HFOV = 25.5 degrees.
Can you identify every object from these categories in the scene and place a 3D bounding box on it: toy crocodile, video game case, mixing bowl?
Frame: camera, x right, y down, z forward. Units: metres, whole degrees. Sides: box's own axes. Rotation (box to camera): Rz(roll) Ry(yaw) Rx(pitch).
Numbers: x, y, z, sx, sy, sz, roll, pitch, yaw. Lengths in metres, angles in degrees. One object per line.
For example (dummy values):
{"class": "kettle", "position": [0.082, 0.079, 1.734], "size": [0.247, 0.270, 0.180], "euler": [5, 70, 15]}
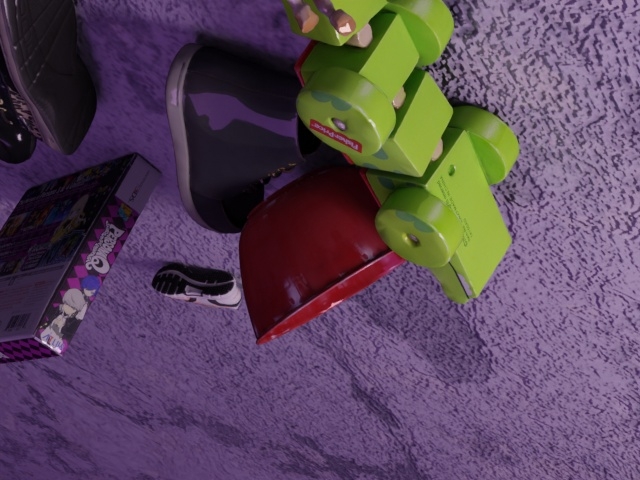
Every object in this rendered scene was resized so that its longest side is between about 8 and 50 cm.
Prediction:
{"class": "toy crocodile", "position": [0.053, -0.081, 1.020], "size": [0.105, 0.115, 0.340], "euler": [12, 150, 39]}
{"class": "video game case", "position": [-0.274, 0.025, 1.393], "size": [0.042, 0.210, 0.232], "euler": [39, 150, -27]}
{"class": "mixing bowl", "position": [0.000, 0.000, 1.188], "size": [0.098, 0.181, 0.181], "euler": [59, 154, 7]}

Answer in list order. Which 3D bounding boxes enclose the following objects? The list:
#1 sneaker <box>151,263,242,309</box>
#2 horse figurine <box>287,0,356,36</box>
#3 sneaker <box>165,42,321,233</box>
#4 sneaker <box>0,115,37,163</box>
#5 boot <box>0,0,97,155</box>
{"class": "sneaker", "position": [-0.133, 0.054, 1.518], "size": [0.109, 0.040, 0.044], "euler": [10, 152, 30]}
{"class": "horse figurine", "position": [-0.060, -0.199, 0.763], "size": [0.174, 0.066, 0.263], "euler": [46, 174, 16]}
{"class": "sneaker", "position": [-0.052, -0.064, 1.176], "size": [0.118, 0.083, 0.222], "euler": [16, 152, 17]}
{"class": "sneaker", "position": [-0.414, -0.122, 1.341], "size": [0.283, 0.124, 0.107], "euler": [27, 155, -4]}
{"class": "boot", "position": [-0.293, -0.172, 1.188], "size": [0.178, 0.085, 0.236], "euler": [21, 154, 15]}
